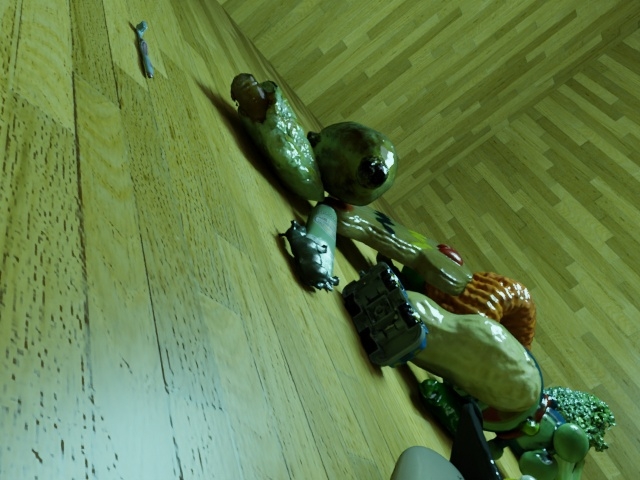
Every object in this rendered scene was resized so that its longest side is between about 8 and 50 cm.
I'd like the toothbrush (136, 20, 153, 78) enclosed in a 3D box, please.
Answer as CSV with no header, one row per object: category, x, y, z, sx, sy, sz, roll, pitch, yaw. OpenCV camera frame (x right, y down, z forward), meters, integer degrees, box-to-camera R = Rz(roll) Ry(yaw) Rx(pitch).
toothbrush,-0.273,-0.298,0.826,0.013,0.019,0.193,43,17,-45

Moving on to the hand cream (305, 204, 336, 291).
hand cream,0.000,0.000,0.951,0.086,0.055,0.235,45,22,-17

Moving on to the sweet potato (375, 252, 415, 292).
sweet potato,0.189,0.102,1.353,0.067,0.067,0.274,44,18,-40

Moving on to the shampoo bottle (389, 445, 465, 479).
shampoo bottle,0.105,0.264,0.493,0.127,0.078,0.257,64,10,12

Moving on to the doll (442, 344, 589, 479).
doll,0.380,0.328,1.104,0.322,0.198,0.186,56,6,8

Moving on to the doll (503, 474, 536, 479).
doll,0.288,0.418,0.687,0.237,0.111,0.252,15,31,-39

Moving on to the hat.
hat,0.345,0.195,1.425,0.400,0.285,0.285,20,-15,44

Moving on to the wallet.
wallet,0.174,0.305,0.581,0.285,0.030,0.146,-67,164,-78

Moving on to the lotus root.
lotus root,0.069,-0.161,1.136,0.173,0.173,0.309,46,1,-31

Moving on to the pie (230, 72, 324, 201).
pie,-0.078,-0.203,1.112,0.274,0.105,0.257,59,2,18

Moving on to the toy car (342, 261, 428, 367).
toy car,0.114,0.131,0.887,0.100,0.097,0.191,45,14,-38

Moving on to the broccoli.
broccoli,0.628,0.542,1.470,0.249,0.302,0.375,35,-22,16

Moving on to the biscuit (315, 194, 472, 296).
biscuit,0.183,-0.012,1.287,0.394,0.076,0.368,29,12,2

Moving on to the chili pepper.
chili pepper,0.231,0.301,0.946,0.216,0.062,0.108,40,17,-42

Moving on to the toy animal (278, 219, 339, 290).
toy animal,-0.022,0.016,0.810,0.065,0.047,0.136,23,36,-46

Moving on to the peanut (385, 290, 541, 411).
peanut,0.256,0.191,0.972,0.319,0.147,0.147,30,7,11
